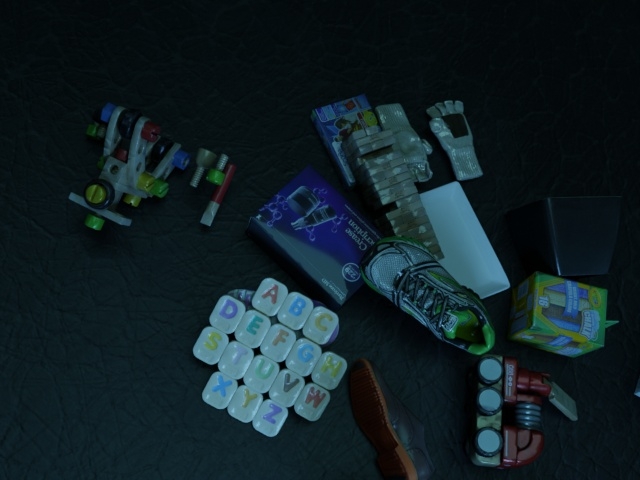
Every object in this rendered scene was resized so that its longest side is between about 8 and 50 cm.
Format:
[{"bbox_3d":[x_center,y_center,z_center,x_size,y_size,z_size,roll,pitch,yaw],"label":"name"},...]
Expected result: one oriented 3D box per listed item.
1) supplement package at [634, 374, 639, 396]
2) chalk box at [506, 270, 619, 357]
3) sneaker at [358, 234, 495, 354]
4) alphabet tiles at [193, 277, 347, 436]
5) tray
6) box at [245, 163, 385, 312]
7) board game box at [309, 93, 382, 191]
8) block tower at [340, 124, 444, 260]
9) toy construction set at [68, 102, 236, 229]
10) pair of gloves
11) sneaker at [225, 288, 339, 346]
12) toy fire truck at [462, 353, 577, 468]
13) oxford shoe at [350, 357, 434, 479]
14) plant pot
[{"bbox_3d":[0.841,0.260,1.701,0.199,0.263,0.198,28,66,-2],"label":"supplement package"},{"bbox_3d":[0.528,0.168,1.737,0.213,0.132,0.132,15,68,-6],"label":"chalk box"},{"bbox_3d":[0.227,0.109,1.619,0.343,0.146,0.134,32,102,-21],"label":"sneaker"},{"bbox_3d":[-0.098,0.228,1.571,0.284,0.021,0.278,29,93,-1],"label":"alphabet tiles"},{"bbox_3d":[0.300,0.009,1.799,0.145,0.030,0.270,-20,76,-19],"label":"tray"},{"bbox_3d":[0.000,0.000,1.699,0.261,0.103,0.184,44,70,5],"label":"box"},{"bbox_3d":[0.078,-0.223,1.830,0.136,0.035,0.201,-19,76,-18],"label":"board game box"},{"bbox_3d":[0.156,-0.080,1.739,0.091,0.097,0.336,-21,86,-18],"label":"block tower"},{"bbox_3d":[-0.350,-0.108,1.621,0.308,0.257,0.237,24,84,-14],"label":"toy construction set"},{"bbox_3d":[0.251,-0.230,1.848,0.240,0.042,0.204,-4,69,-23],"label":"pair of gloves"},{"bbox_3d":[-0.079,0.146,1.633,0.236,0.104,0.095,13,108,-2],"label":"sneaker"},{"bbox_3d":[0.423,0.359,1.652,0.246,0.158,0.217,6,69,1],"label":"toy fire truck"},{"bbox_3d":[0.141,0.359,1.616,0.098,0.097,0.271,-13,77,-37],"label":"oxford shoe"},{"bbox_3d":[0.540,0.001,1.782,0.188,0.187,0.167,-1,82,-13],"label":"plant pot"}]
